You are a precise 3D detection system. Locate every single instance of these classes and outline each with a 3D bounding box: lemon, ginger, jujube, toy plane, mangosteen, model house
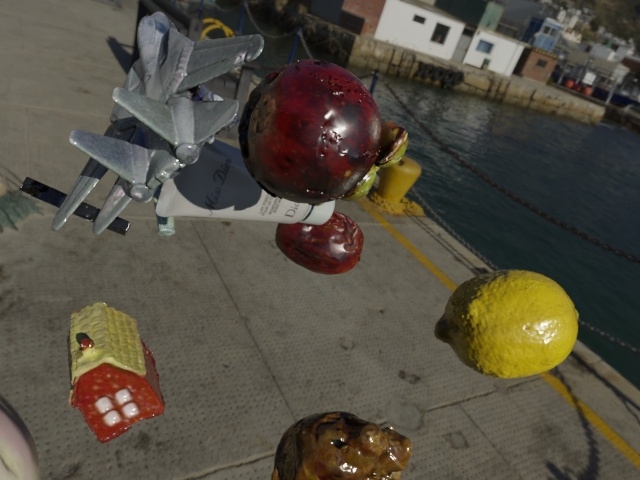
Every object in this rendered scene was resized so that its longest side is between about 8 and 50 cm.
[{"bbox_3d":[0.416,0.185,1.036,0.319,0.245,0.245,-8,30,0],"label":"lemon"},{"bbox_3d":[0.041,0.467,0.933,0.274,0.358,0.152,4,37,0],"label":"ginger"},{"bbox_3d":[0.000,0.000,1.285,0.243,0.184,0.183,16,27,7],"label":"jujube"},{"bbox_3d":[-0.130,-0.131,0.396,0.088,0.212,0.267,42,22,-36],"label":"toy plane"},{"bbox_3d":[0.001,-0.110,0.521,0.180,0.166,0.166,25,20,-36],"label":"mangosteen"},{"bbox_3d":[-0.455,0.263,0.988,0.159,0.254,0.196,-19,39,-18],"label":"model house"}]

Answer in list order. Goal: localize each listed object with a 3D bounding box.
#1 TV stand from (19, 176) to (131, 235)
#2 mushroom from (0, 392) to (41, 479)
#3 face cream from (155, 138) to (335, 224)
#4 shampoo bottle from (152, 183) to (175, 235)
[{"bbox_3d":[-0.554,-0.075,1.055,0.249,0.036,0.042,24,-12,-3],"label":"TV stand"},{"bbox_3d":[-0.387,0.177,0.338,0.315,0.315,0.356,26,2,13],"label":"mushroom"},{"bbox_3d":[-0.111,-0.086,0.777,0.314,0.143,0.089,9,21,-41],"label":"face cream"},{"bbox_3d":[-0.567,-0.119,1.659,0.072,0.049,0.213,20,49,-52],"label":"shampoo bottle"}]
